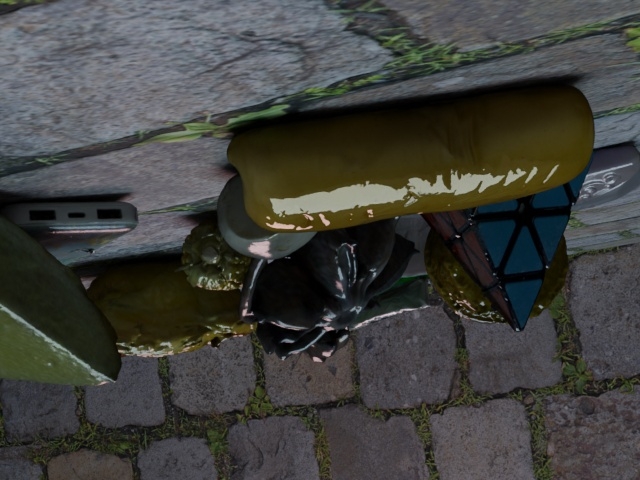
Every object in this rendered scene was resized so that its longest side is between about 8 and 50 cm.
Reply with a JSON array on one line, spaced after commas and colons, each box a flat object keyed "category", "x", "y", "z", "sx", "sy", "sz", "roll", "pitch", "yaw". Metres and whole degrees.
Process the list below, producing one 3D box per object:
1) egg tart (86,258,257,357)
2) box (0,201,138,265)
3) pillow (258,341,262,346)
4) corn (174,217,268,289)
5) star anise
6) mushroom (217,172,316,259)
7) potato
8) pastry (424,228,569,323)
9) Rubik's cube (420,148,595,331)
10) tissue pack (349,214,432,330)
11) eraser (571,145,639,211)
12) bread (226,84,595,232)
[{"category": "egg tart", "x": -0.263, "y": 0.113, "z": 1.787, "sx": 0.352, "sy": 0.153, "sz": 0.339, "roll": -7, "pitch": 174, "yaw": -24}, {"category": "box", "x": -0.309, "y": 0.000, "z": 1.196, "sx": 0.142, "sy": 0.044, "sz": 0.285, "roll": 0, "pitch": 170, "yaw": -31}, {"category": "pillow", "x": -0.028, "y": 0.084, "z": 1.831, "sx": 0.232, "sy": 0.038, "sz": 0.130, "roll": -51, "pitch": 176, "yaw": -9}, {"category": "corn", "x": -0.117, "y": 0.020, "z": 1.434, "sx": 0.091, "sy": 0.091, "sz": 0.260, "roll": 17, "pitch": 180, "yaw": 4}, {"category": "star anise", "x": -0.002, "y": 0.041, "z": 1.433, "sx": 0.316, "sy": 0.139, "sz": 0.359, "roll": -36, "pitch": 156, "yaw": -34}, {"category": "mushroom", "x": -0.041, "y": -0.024, "z": 1.120, "sx": 0.116, "sy": 0.093, "sz": 0.225, "roll": -22, "pitch": 171, "yaw": 0}, {"category": "potato", "x": -0.328, "y": 0.028, "z": 1.021, "sx": 0.269, "sy": 0.112, "sz": 0.255, "roll": 3, "pitch": 149, "yaw": 0}, {"category": "pastry", "x": 0.241, "y": 0.023, "z": 1.520, "sx": 0.189, "sy": 0.188, "sz": 0.103, "roll": -8, "pitch": 172, "yaw": -11}, {"category": "Rubik's cube", "x": 0.194, "y": -0.062, "z": 1.158, "sx": 0.178, "sy": 0.211, "sz": 0.190, "roll": -30, "pitch": -152, "yaw": -11}, {"category": "tissue pack", "x": 0.093, "y": 0.046, "z": 1.684, "sx": 0.148, "sy": 0.156, "sz": 0.209, "roll": -8, "pitch": 173, "yaw": -34}, {"category": "eraser", "x": 0.289, "y": -0.059, "z": 1.411, "sx": 0.243, "sy": 0.059, "sz": 0.204, "roll": -15, "pitch": 172, "yaw": 17}, {"category": "bread", "x": 0.076, "y": -0.065, "z": 0.937, "sx": 0.305, "sy": 0.091, "sz": 0.142, "roll": -9, "pitch": 169, "yaw": -5}]
